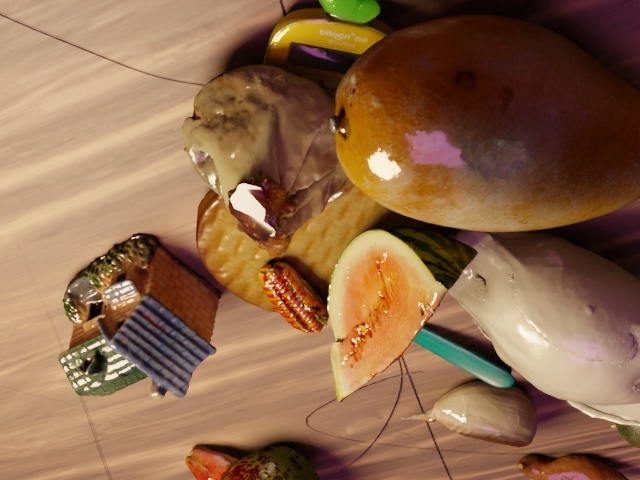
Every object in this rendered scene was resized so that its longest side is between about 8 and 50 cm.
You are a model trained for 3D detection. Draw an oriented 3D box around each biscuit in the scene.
[{"bbox_3d":[0.000,0.000,1.243,0.318,0.040,0.317,1,141,1],"label":"biscuit"}]

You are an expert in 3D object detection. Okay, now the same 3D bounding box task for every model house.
[{"bbox_3d":[-0.250,0.126,1.302,0.183,0.172,0.166,-25,133,27],"label":"model house"}]

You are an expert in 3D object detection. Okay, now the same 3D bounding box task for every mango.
[{"bbox_3d":[0.189,-0.113,1.004,0.384,0.199,0.221,3,120,-18],"label":"mango"}]

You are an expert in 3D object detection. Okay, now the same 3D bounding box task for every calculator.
[{"bbox_3d":[0.011,-0.179,1.061,0.146,0.032,0.234,9,139,-8],"label":"calculator"}]

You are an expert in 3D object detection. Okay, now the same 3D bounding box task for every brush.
[{"bbox_3d":[0.200,0.159,1.436,0.193,0.032,0.043,30,136,-12],"label":"brush"}]

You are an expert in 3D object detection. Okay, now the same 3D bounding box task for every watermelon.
[{"bbox_3d":[0.076,0.052,1.178,0.128,0.159,0.303,38,142,2],"label":"watermelon"}]

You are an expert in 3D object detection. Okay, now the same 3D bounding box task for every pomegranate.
[{"bbox_3d":[-0.120,0.417,1.623,0.248,0.214,0.214,36,137,12],"label":"pomegranate"}]

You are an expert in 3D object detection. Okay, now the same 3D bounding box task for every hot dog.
[{"bbox_3d":[-0.034,0.076,1.278,0.062,0.038,0.144,-14,139,21],"label":"hot dog"}]

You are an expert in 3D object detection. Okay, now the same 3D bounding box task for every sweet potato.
[{"bbox_3d":[0.425,0.387,1.661,0.202,0.058,0.055,9,180,-3],"label":"sweet potato"}]

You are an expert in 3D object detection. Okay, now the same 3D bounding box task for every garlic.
[{"bbox_3d":[0.237,0.270,1.515,0.198,0.090,0.128,8,150,-14],"label":"garlic"}]

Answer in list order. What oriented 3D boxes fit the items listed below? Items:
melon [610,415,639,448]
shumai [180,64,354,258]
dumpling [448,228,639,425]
[{"bbox_3d":[0.506,0.252,1.462,0.167,0.114,0.114,-26,131,28],"label":"melon"},{"bbox_3d":[-0.061,-0.078,1.048,0.201,0.120,0.201,7,128,9],"label":"shumai"},{"bbox_3d":[0.305,0.120,1.276,0.341,0.181,0.260,12,146,-1],"label":"dumpling"}]
